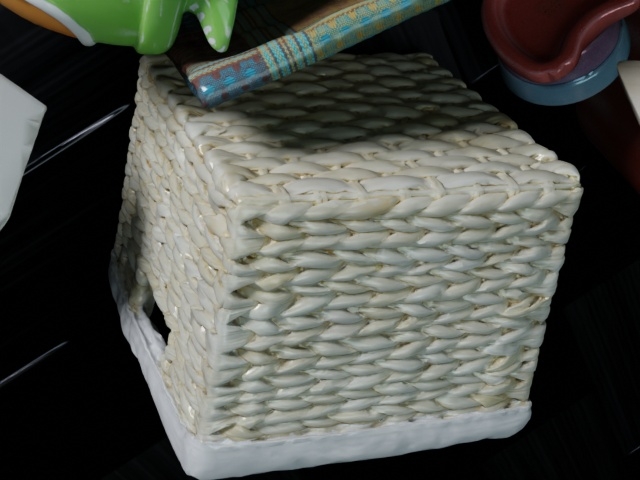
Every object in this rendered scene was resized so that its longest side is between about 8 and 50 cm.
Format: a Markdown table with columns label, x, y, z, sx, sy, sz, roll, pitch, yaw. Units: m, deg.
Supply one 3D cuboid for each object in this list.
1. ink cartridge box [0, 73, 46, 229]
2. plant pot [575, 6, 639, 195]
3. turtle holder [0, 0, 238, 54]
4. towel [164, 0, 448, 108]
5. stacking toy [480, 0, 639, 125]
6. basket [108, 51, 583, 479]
| label | x | y | z | sx | sy | sz | roll | pitch | yaw |
| --- | --- | --- | --- | --- | --- | --- | --- | --- | --- |
| ink cartridge box | -0.373 | -0.103 | 0.748 | 0.197 | 0.114 | 0.273 | -12 | 143 | 38 |
| plant pot | 0.425 | -0.121 | 1.080 | 0.272 | 0.265 | 0.272 | -13 | 129 | -17 |
| turtle holder | -0.152 | -0.291 | 0.695 | 0.228 | 0.243 | 0.320 | 9 | 135 | -13 |
| towel | 0.049 | -0.221 | 0.829 | 0.370 | 0.271 | 0.040 | -25 | 114 | -6 |
| stacking toy | 0.332 | -0.207 | 0.976 | 0.309 | 0.279 | 0.130 | -36 | 142 | 1 |
| basket | 0.000 | 0.000 | 0.930 | 0.331 | 0.328 | 0.266 | -5 | 121 | -22 |
